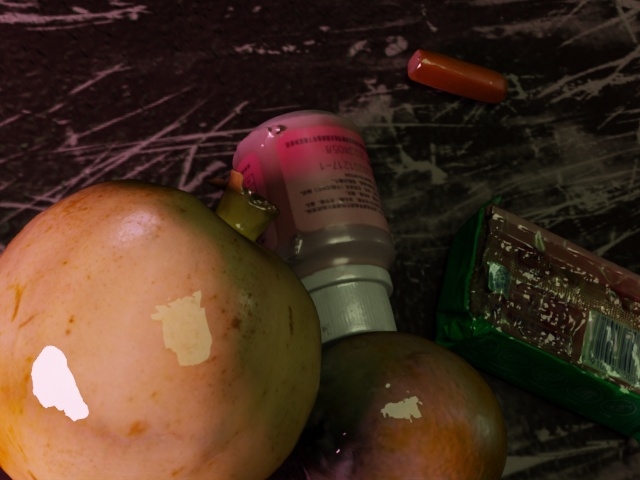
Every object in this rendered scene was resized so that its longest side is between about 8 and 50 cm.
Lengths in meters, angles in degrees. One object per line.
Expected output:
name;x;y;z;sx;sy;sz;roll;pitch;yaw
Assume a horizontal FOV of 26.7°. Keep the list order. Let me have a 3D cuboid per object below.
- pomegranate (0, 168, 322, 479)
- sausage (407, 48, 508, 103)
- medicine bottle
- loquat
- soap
pomegranate;-0.143;0.084;1.146;0.319;0.319;0.319;13;57;-21
sausage;0.169;-0.197;1.631;0.131;0.041;0.039;13;35;-21
medicine bottle;0.000;0.000;1.363;0.147;0.147;0.247;-1;64;-28
loquat;0.074;0.177;1.266;0.227;0.179;0.179;39;46;-37
soap;0.266;0.093;1.475;0.273;0.098;0.218;24;54;-13
